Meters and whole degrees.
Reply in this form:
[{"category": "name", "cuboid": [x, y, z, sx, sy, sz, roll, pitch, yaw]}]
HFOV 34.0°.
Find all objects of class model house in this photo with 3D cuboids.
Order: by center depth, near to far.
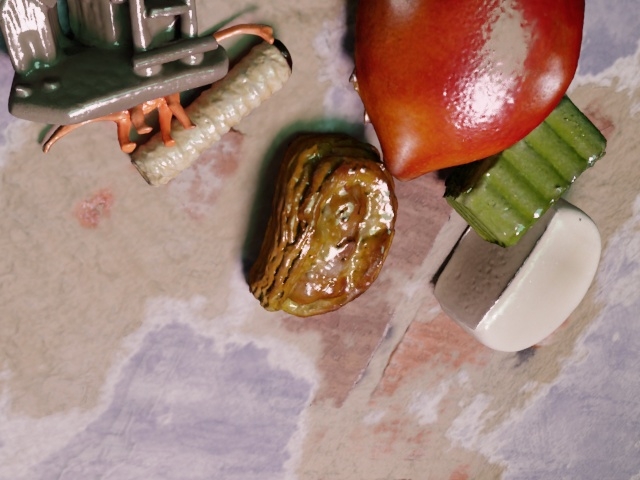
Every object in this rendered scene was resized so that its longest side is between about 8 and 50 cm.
[{"category": "model house", "cuboid": [-0.213, -0.231, 1.017, 0.229, 0.122, 0.188, -18, 126, -20]}]

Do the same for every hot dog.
[{"category": "hot dog", "cuboid": [0.002, 0.000, 1.329, 0.175, 0.114, 0.259, -3, 121, -34]}]

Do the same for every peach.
[{"category": "peach", "cuboid": [0.179, -0.225, 1.210, 0.258, 0.201, 0.361, 6, 104, -39]}]

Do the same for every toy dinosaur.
[{"category": "toy dinosaur", "cuboid": [-0.170, -0.157, 1.134, 0.280, 0.101, 0.055, -21, 173, -15]}]

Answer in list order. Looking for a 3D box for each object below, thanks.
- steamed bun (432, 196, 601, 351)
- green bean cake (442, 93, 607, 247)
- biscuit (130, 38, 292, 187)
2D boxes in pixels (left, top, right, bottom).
[{"category": "steamed bun", "cuboid": [0.298, 0.044, 1.541, 0.164, 0.146, 0.241, 25, 102, -40]}, {"category": "green bean cake", "cuboid": [0.264, -0.097, 1.378, 0.113, 0.214, 0.200, 43, 91, -4]}, {"category": "biscuit", "cuboid": [-0.119, -0.144, 1.188, 0.219, 0.055, 0.061, -40, 145, -5]}]
